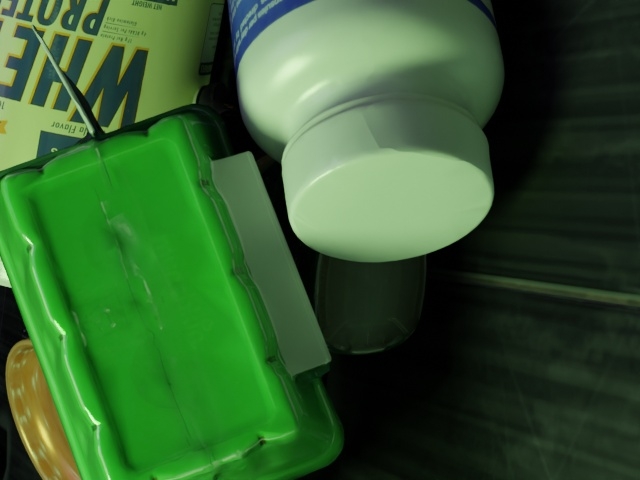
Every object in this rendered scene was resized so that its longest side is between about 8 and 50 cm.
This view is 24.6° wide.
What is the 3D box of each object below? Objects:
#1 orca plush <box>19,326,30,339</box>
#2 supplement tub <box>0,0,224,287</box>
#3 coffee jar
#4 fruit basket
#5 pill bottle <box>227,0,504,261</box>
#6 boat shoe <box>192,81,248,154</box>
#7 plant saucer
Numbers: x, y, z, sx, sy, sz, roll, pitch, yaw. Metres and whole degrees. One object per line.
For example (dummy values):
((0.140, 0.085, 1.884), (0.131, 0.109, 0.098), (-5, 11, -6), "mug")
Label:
((-0.254, 0.076, 1.494), (0.287, 0.102, 0.151), (-125, 47, -58), "orca plush")
((-0.219, -0.131, 1.307), (0.235, 0.235, 0.324), (-146, 65, -64), "supplement tub")
((0.000, 0.000, 0.954), (0.184, 0.079, 0.096), (-139, 49, -62), "coffee jar")
((-0.086, 0.048, 0.938), (0.353, 0.165, 0.327), (58, -170, -83), "fruit basket")
((0.022, -0.130, 0.850), (0.152, 0.152, 0.272), (128, 142, -50), "pill bottle")
((-0.079, -0.090, 1.218), (0.042, 0.049, 0.133), (-32, 36, 20), "boat shoe")
((-0.234, 0.181, 1.407), (0.200, 0.037, 0.200), (30, 132, 39), "plant saucer")
